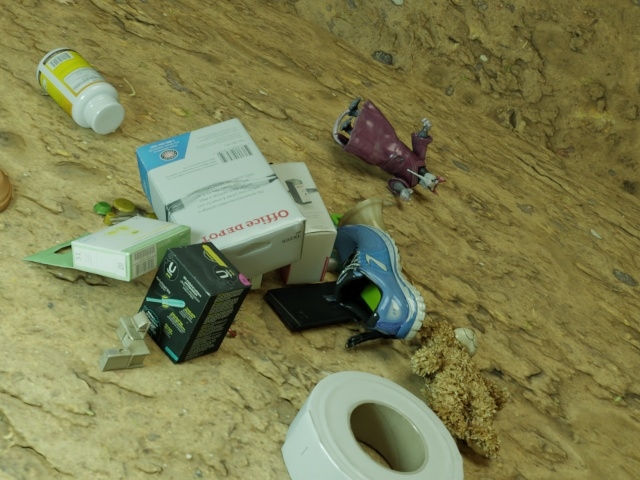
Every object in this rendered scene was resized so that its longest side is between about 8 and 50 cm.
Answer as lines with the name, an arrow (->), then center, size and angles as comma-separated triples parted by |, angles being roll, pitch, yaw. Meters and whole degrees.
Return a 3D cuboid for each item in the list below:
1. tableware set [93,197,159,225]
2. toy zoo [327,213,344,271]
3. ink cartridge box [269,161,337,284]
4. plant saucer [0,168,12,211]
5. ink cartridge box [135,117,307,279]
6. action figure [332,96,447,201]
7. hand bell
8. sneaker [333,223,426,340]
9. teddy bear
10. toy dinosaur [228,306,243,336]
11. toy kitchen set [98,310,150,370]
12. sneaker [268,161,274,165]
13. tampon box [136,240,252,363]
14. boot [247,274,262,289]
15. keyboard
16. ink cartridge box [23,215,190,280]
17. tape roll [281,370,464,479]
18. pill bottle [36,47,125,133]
tableware set -> -0.371, -0.049, 1.566 | 0.154, 0.024, 0.104 | -6, 41, -46
toy zoo -> 0.000, 0.000, 1.824 | 0.293, 0.030, 0.192 | 4, 38, -40
ink cartridge box -> -0.053, -0.038, 1.655 | 0.092, 0.159, 0.218 | -5, 47, -20
plant saucer -> -0.651, -0.114, 1.391 | 0.200, 0.037, 0.200 | 23, 29, -14
ink cartridge box -> -0.196, -0.071, 1.521 | 0.223, 0.129, 0.307 | -20, 55, -21
action figure -> 0.205, -0.241, 2.325 | 0.370, 0.248, 0.275 | 37, -17, -13
hand bell -> 0.152, 0.032, 1.802 | 0.126, 0.126, 0.242 | -5, 56, -48
sneaker -> 0.094, 0.069, 1.639 | 0.147, 0.130, 0.330 | 11, 30, -31
teddy bear -> 0.277, 0.279, 1.547 | 0.245, 0.113, 0.338 | 33, 28, 1
toy dinosaur -> -0.180, 0.143, 1.436 | 0.090, 0.047, 0.082 | -10, 47, 4
toy kitchen set -> -0.316, 0.151, 1.239 | 0.075, 0.068, 0.083 | 1, 39, -43
sneaker -> -0.150, -0.146, 1.830 | 0.232, 0.090, 0.081 | 17, 17, -6
tampon box -> -0.214, 0.103, 1.315 | 0.120, 0.161, 0.101 | 44, 31, 24
boot -> -0.198, 0.001, 1.600 | 0.176, 0.088, 0.244 | 6, 40, -14
keyboard -> 0.051, 0.155, 1.622 | 0.317, 0.033, 0.201 | -4, 38, -45
ink cartridge box -> -0.365, 0.004, 1.338 | 0.235, 0.056, 0.171 | 11, 21, 24
tape roll -> 0.086, 0.347, 1.267 | 0.286, 0.100, 0.286 | 23, 29, -14
pill bottle -> -0.539, -0.335, 1.771 | 0.215, 0.117, 0.117 | 43, 31, 23
